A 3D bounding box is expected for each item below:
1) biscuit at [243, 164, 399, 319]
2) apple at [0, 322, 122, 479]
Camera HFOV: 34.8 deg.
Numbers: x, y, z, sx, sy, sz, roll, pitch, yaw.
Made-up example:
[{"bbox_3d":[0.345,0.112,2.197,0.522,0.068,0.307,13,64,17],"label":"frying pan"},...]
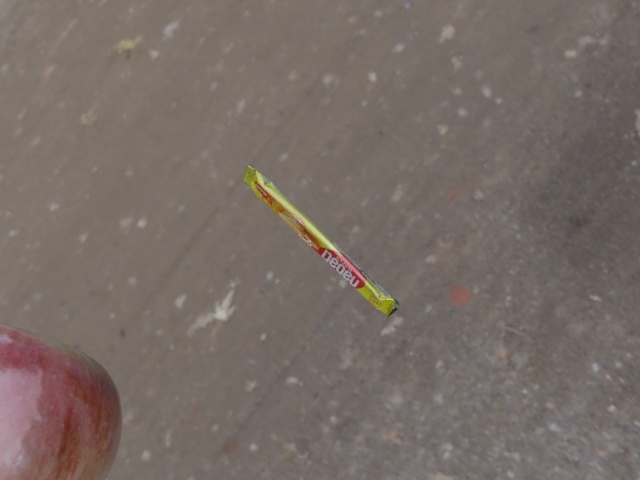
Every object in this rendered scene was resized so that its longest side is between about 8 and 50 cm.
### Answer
[{"bbox_3d":[0.000,0.000,1.431,0.026,0.292,0.048,-40,-11,-34],"label":"biscuit"},{"bbox_3d":[-0.429,0.257,1.362,0.345,0.345,0.269,-1,66,43],"label":"apple"}]
